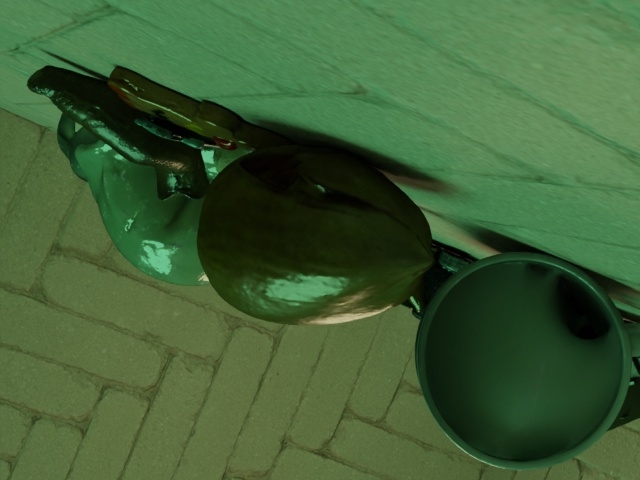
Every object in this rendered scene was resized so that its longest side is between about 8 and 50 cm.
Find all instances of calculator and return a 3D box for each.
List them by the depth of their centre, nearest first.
[{"bbox_3d":[-0.174,-0.138,1.356,0.094,0.019,0.141,31,-165,30],"label":"calculator"}]

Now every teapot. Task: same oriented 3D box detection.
[{"bbox_3d":[-0.339,-0.144,1.855,0.294,0.129,0.193,21,177,-8],"label":"teapot"}]

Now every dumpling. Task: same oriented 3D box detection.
[{"bbox_3d":[-0.205,-0.071,1.632,0.321,0.270,0.212,-2,-145,-32],"label":"dumpling"}]

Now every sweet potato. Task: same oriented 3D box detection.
[{"bbox_3d":[0.100,0.007,1.348,0.044,0.044,0.179,-170,57,-78],"label":"sweet potato"},{"bbox_3d":[-0.256,-0.139,1.408,0.286,0.085,0.112,31,130,-34],"label":"sweet potato"}]

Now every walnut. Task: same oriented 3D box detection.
[{"bbox_3d":[0.000,0.000,1.149,0.298,0.203,0.203,13,172,34],"label":"walnut"}]

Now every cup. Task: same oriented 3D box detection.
[{"bbox_3d":[0.298,0.141,1.395,0.357,0.259,0.274,-9,177,2],"label":"cup"}]

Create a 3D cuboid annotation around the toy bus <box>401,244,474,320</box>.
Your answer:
[{"bbox_3d":[0.128,0.040,1.729,0.336,0.121,0.123,23,-170,-8],"label":"toy bus"}]

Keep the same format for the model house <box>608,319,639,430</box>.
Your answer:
[{"bbox_3d":[0.460,0.170,1.596,0.248,0.180,0.176,-18,-171,46],"label":"model house"}]

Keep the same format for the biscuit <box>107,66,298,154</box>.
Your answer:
[{"bbox_3d":[-0.132,-0.136,1.256,0.250,0.036,0.165,22,178,2],"label":"biscuit"}]

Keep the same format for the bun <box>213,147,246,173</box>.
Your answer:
[{"bbox_3d":[-0.100,-0.093,1.456,0.115,0.069,0.115,24,177,2],"label":"bun"}]
